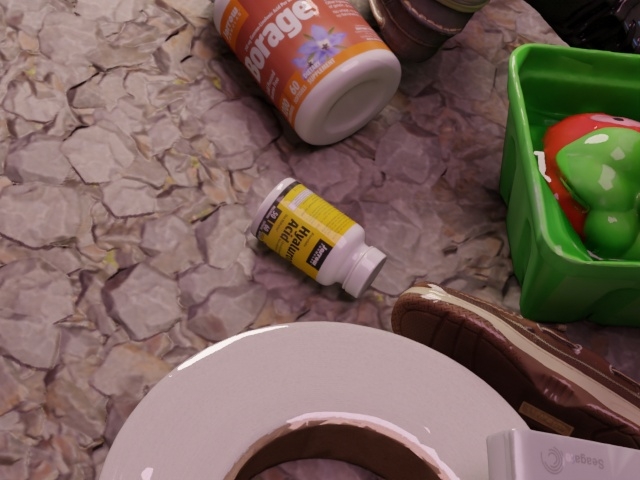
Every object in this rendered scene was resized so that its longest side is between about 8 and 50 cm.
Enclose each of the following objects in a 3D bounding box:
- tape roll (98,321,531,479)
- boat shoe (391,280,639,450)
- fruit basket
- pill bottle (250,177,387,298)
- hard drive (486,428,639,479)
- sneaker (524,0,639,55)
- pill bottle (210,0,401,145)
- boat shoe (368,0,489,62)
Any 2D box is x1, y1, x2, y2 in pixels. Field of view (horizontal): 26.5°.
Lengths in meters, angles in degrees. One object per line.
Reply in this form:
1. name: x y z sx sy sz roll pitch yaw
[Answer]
1. tape roll: 0.012 0.245 1.060 0.392 0.072 0.392 7 56 -10
2. boat shoe: 0.184 0.112 1.196 0.257 0.095 0.095 34 39 5
3. fruit basket: 0.359 -0.066 1.185 0.392 0.392 0.283 4 55 -12
4. pill bottle: 0.000 0.000 1.228 0.116 0.065 0.065 35 55 10
5. hard drive: 0.219 0.307 1.018 0.203 0.040 0.307 14 63 -32
6. sneaker: 0.305 -0.216 1.353 0.341 0.125 0.139 19 58 -41
7. pill bottle: -0.028 -0.207 1.328 0.121 0.121 0.216 -26 66 -28
8. boat shoe: 0.083 -0.299 1.404 0.132 0.130 0.355 27 27 -17
